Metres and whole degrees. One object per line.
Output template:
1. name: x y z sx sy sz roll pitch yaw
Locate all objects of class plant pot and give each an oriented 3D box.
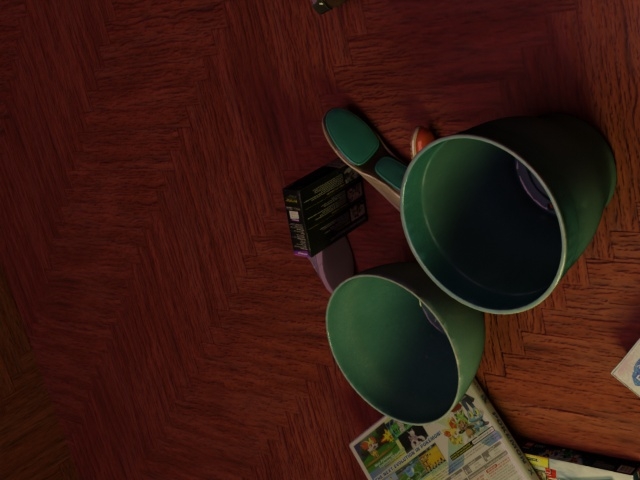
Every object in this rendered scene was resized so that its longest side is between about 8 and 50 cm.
1. plant pot: 0.181 0.155 1.735 0.290 0.195 0.290 23 127 35
2. plant pot: 0.300 -0.066 1.443 0.271 0.255 0.272 23 127 34

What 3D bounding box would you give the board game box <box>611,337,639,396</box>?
1. board game box: 0.634 0.189 1.405 0.318 0.066 0.319 41 136 19

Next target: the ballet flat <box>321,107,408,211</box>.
1. ballet flat: 0.094 -0.136 1.747 0.248 0.086 0.086 45 137 14

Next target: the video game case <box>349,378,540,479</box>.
1. video game case: 0.234 0.438 1.860 0.329 0.036 0.300 -45 65 32

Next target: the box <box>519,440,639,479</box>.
1. box: 0.471 0.455 1.737 0.233 0.044 0.159 3 114 44

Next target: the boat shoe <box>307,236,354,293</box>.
1. boat shoe: -0.001 0.000 1.926 0.081 0.079 0.228 -8 102 56

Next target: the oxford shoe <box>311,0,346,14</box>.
1. oxford shoe: 0.002 -0.506 1.633 0.096 0.083 0.227 -19 98 26

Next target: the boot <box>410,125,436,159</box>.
1. boot: 0.209 -0.127 1.654 0.084 0.059 0.158 -4 118 43

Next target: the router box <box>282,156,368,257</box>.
1. router box: 0.012 -0.065 1.787 0.046 0.179 0.133 10 119 39
